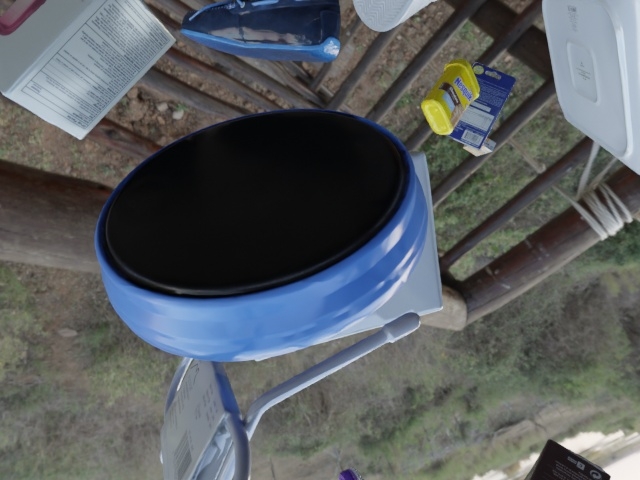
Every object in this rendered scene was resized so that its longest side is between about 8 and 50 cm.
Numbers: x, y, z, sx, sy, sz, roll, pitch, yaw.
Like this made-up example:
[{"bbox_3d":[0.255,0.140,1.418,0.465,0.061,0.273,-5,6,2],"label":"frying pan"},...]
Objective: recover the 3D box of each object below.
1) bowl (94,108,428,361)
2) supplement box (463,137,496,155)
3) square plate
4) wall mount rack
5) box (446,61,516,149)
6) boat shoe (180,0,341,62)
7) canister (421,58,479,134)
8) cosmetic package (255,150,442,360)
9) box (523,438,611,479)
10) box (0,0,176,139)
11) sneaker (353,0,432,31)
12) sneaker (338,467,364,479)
[{"bbox_3d":[-0.072,-0.043,0.554,0.392,0.391,0.077,-20,131,-10],"label":"bowl"},{"bbox_3d":[0.540,-0.323,1.575,0.062,0.098,0.036,28,85,-11],"label":"supplement box"},{"bbox_3d":[0.465,-0.296,0.785,0.049,0.347,0.344,-21,120,14],"label":"square plate"},{"bbox_3d":[-0.061,0.166,0.491,0.131,0.350,0.304,28,87,-22],"label":"wall mount rack"},{"bbox_3d":[0.468,-0.399,1.382,0.225,0.137,0.036,-64,166,11],"label":"box"},{"bbox_3d":[-0.081,-0.308,0.655,0.109,0.259,0.088,-15,118,-67],"label":"boat shoe"},{"bbox_3d":[0.354,-0.388,1.261,0.169,0.073,0.126,-54,127,-21],"label":"canister"},{"bbox_3d":[0.000,0.000,1.005,0.394,0.329,0.327,-14,105,-10],"label":"cosmetic package"},{"bbox_3d":[0.433,0.612,0.924,0.381,0.143,0.191,-32,139,-44],"label":"box"},{"bbox_3d":[-0.370,-0.300,0.710,0.232,0.127,0.148,-45,160,1],"label":"box"},{"bbox_3d":[0.162,-0.343,0.454,0.169,0.108,0.293,-38,-174,-29],"label":"sneaker"},{"bbox_3d":[0.027,0.370,0.569,0.071,0.169,0.068,8,140,-3],"label":"sneaker"}]
